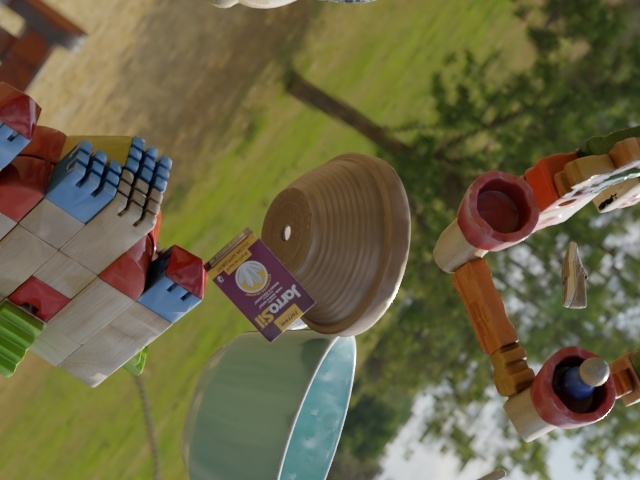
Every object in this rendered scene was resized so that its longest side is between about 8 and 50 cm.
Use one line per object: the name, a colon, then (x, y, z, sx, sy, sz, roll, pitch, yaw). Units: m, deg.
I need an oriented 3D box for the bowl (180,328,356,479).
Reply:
bowl: (-0.079, 0.245, 1.944, 0.311, 0.163, 0.311, 17, 90, -77)

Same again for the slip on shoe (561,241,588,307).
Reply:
slip on shoe: (0.456, 0.063, 2.579, 0.051, 0.041, 0.135, 104, -3, -49)

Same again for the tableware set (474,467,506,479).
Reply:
tableware set: (0.171, 0.355, 1.772, 0.194, 0.128, 0.039, -26, -169, 20)

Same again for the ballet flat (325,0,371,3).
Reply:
ballet flat: (-0.121, -0.356, 1.395, 0.182, 0.483, 0.164, 21, -84, 49)

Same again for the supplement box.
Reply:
supplement box: (-0.053, 0.037, 1.229, 0.055, 0.083, 0.043, -43, -167, -2)

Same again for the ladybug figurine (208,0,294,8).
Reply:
ladybug figurine: (-0.056, -0.481, 1.723, 0.305, 0.162, 0.449, 41, 68, -49)

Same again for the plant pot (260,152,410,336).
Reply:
plant pot: (0.000, 0.000, 1.823, 0.237, 0.110, 0.237, -19, -114, 53)

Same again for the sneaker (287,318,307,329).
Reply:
sneaker: (-0.087, 0.081, 2.447, 0.153, 0.101, 0.268, -20, -152, 17)

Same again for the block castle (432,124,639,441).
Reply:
block castle: (0.385, 0.024, 1.660, 0.453, 0.303, 0.213, -15, 165, -23)

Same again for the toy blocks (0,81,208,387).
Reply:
toy blocks: (-0.260, -0.015, 1.452, 0.261, 0.381, 0.190, -38, -151, 33)
